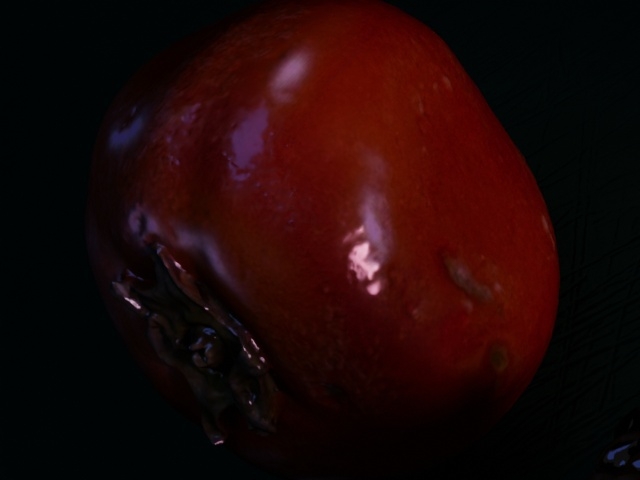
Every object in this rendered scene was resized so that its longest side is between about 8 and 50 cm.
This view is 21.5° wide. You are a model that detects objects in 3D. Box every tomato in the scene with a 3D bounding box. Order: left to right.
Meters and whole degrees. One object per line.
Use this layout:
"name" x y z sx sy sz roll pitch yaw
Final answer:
"tomato" 0.000 0.000 1.133 0.293 0.325 0.290 -23 17 48

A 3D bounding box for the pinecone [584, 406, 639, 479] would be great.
"pinecone" 0.204 0.194 0.825 0.224 0.224 0.272 -36 14 21
